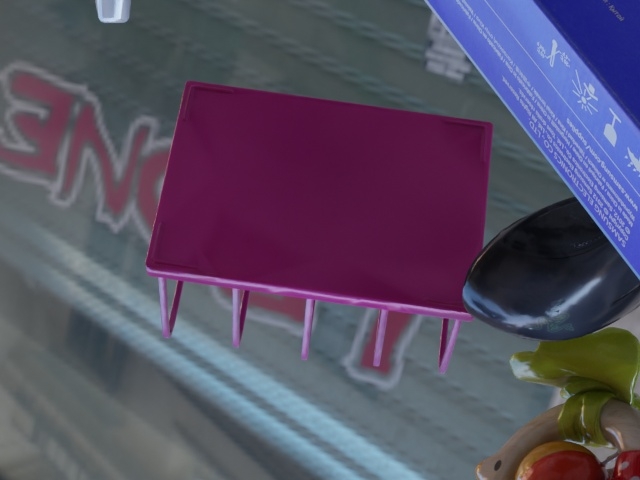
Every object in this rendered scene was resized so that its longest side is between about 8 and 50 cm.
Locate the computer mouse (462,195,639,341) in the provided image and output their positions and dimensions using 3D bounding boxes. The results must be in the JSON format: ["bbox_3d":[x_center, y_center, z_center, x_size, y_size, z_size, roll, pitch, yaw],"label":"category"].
[{"bbox_3d":[0.240,0.002,1.059,0.272,0.188,0.072,-27,-127,-8],"label":"computer mouse"}]

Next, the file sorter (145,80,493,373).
[{"bbox_3d":[0.000,0.000,1.318,0.291,0.182,0.202,8,-120,1],"label":"file sorter"}]

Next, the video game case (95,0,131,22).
[{"bbox_3d":[-0.103,-0.212,0.675,0.019,0.157,0.143,-1,-131,-6],"label":"video game case"}]

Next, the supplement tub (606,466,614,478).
[{"bbox_3d":[0.349,0.235,1.226,0.198,0.106,0.106,-12,-154,-4],"label":"supplement tub"}]

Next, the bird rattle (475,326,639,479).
[{"bbox_3d":[0.232,0.197,1.138,0.143,0.207,0.253,42,-166,-39],"label":"bird rattle"}]

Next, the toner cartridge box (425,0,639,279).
[{"bbox_3d":[0.135,-0.116,0.543,0.165,0.075,0.348,-24,-119,-14],"label":"toner cartridge box"}]
